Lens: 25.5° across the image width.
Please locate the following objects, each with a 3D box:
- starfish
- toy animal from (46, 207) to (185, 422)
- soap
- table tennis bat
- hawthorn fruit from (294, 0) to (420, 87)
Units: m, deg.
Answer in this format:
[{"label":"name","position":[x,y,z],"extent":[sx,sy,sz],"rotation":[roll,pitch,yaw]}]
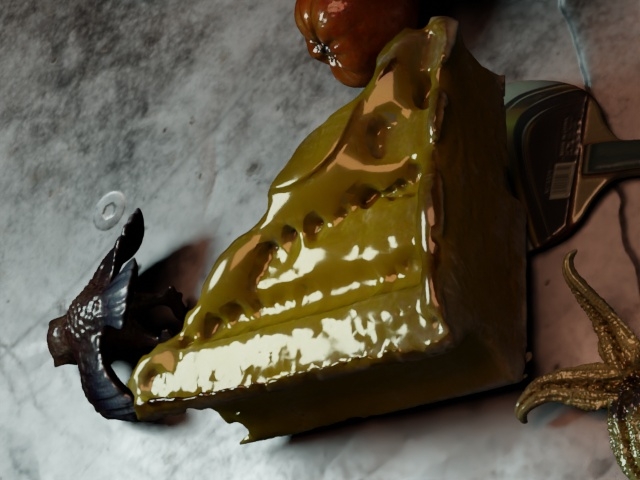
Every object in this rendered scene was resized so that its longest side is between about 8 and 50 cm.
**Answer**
[{"label":"starfish","position":[0.245,0.102,1.081],"extent":[0.217,0.050,0.223],"rotation":[-40,65,35]},{"label":"toy animal","position":[-0.223,0.078,1.413],"extent":[0.179,0.116,0.218],"rotation":[-14,65,30]},{"label":"soap","position":[0.000,0.000,1.240],"extent":[0.338,0.169,0.304],"rotation":[-17,57,33]},{"label":"table tennis bat","position":[0.206,-0.064,1.226],"extent":[0.301,0.022,0.173],"rotation":[-3,67,39]},{"label":"hawthorn fruit","position":[0.038,-0.221,1.367],"extent":[0.125,0.125,0.140],"rotation":[28,99,43]}]
